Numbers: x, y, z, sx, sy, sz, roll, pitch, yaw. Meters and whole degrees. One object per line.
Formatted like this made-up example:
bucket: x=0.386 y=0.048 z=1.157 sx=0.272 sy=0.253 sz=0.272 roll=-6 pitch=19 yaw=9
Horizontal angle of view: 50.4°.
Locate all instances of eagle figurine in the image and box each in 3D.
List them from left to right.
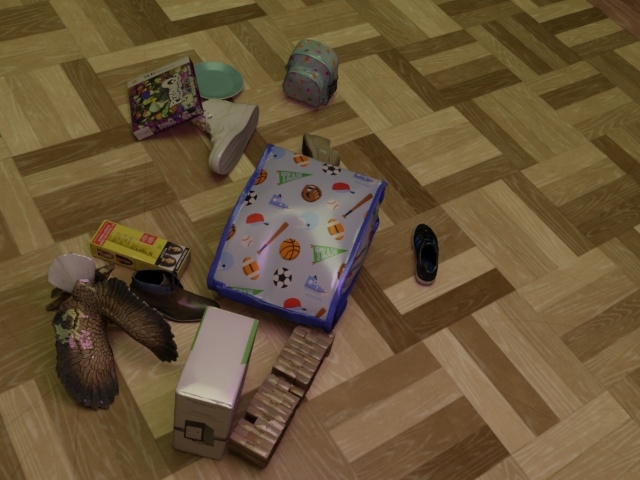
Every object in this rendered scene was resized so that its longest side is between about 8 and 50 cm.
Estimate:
eagle figurine: x=-0.468 y=0.177 z=1.486 sx=0.225 sy=0.226 sz=0.298 roll=-2 pitch=44 yaw=-38

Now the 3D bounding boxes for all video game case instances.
video game case: x=-0.460 y=-0.422 z=2.003 sx=0.210 sy=0.042 sz=0.232 roll=-21 pitch=55 yaw=6

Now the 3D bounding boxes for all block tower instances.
block tower: x=-0.082 y=0.331 z=1.496 sx=0.097 sy=0.091 sz=0.335 roll=27 pitch=51 yaw=10

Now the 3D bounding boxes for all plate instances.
plate: x=-0.337 y=-0.501 z=2.154 sx=0.188 sy=0.024 sz=0.188 roll=6 pitch=51 yaw=-7

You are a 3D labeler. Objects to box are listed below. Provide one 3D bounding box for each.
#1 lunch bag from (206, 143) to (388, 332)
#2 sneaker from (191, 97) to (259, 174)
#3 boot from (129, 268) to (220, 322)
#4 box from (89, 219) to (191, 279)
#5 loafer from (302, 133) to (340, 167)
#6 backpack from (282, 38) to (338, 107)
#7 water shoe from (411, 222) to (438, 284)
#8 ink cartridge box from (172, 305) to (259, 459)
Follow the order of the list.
lunch bag: x=-0.055 y=0.010 z=1.644 sx=0.328 sy=0.239 sz=0.385 roll=17 pitch=59 yaw=10
sneaker: x=-0.303 y=-0.306 z=1.964 sx=0.169 sy=0.108 sz=0.292 roll=14 pitch=46 yaw=9
boot: x=-0.344 y=0.129 z=1.595 sx=0.219 sy=0.106 sz=0.082 roll=9 pitch=51 yaw=-4
box: x=-0.445 y=0.028 z=1.688 sx=0.232 sy=0.058 sz=0.087 roll=19 pitch=52 yaw=5
loafer: x=0.015 y=-0.212 z=1.941 sx=0.092 sy=0.102 sz=0.268 roll=-9 pitch=53 yaw=-10
backpack: x=-0.030 y=-0.523 z=2.125 sx=0.166 sy=0.188 sz=0.144 roll=25 pitch=52 yaw=8
water shoe: x=0.291 y=0.022 z=1.821 sx=0.073 sy=0.080 sz=0.203 roll=7 pitch=51 yaw=-6
ink cartridge box: x=-0.217 y=0.295 z=1.382 sx=0.115 sy=0.272 sz=0.198 roll=16 pitch=51 yaw=-2
